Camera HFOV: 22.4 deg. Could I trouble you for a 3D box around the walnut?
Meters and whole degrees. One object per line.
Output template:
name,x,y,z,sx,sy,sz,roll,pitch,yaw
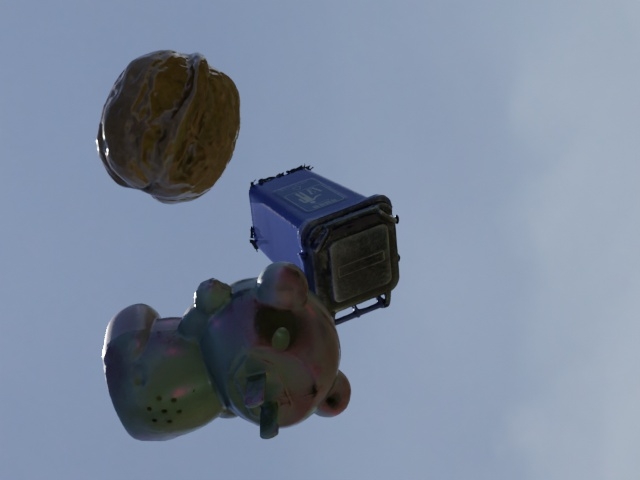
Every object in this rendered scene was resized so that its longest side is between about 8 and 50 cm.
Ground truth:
walnut,-0.243,-0.193,2.640,0.257,0.225,0.257,-159,90,-76

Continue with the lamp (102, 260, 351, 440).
lamp,-0.123,0.169,2.102,0.247,0.301,0.247,-89,-18,-60

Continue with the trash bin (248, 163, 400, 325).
trash bin,0.000,0.000,2.404,0.163,0.234,0.184,-20,-58,-26
